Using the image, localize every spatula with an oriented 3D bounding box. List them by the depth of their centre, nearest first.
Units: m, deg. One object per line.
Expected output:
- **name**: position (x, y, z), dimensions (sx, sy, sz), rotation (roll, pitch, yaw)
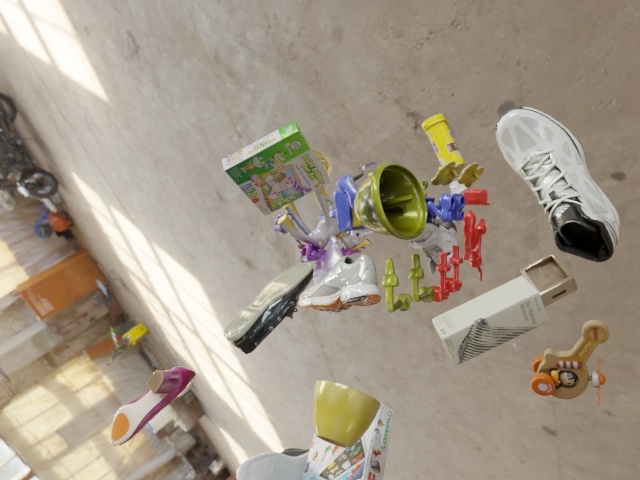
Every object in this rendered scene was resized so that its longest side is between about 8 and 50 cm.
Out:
- **spatula**: position (0.188, -0.312, 2.194), dimensions (0.084, 0.296, 0.030), rotation (-23, 104, 29)

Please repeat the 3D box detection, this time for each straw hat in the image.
- **straw hat**: position (-0.038, -0.244, 1.662), dimensions (0.145, 0.144, 0.061), rotation (54, 157, -1)

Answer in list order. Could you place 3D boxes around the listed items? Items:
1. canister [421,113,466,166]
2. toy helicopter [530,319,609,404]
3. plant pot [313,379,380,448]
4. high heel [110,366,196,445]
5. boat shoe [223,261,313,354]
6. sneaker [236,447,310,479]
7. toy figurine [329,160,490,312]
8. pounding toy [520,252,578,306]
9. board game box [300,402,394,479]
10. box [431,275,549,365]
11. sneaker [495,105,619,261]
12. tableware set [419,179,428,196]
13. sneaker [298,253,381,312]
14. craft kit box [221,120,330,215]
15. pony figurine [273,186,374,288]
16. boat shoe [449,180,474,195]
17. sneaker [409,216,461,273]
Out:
- **canister**: position (0.389, -0.297, 1.510), dimensions (0.073, 0.126, 0.170), rotation (-25, 83, 20)
- **toy helicopter**: position (0.925, 0.435, 1.717), dimensions (0.234, 0.140, 0.355), rotation (25, 122, 15)
- **plant pot**: position (0.039, 0.341, 0.931), dimensions (0.134, 0.095, 0.134), rotation (17, 152, 9)
- **high heel**: position (-0.407, 0.402, 1.171), dimensions (0.082, 0.244, 0.117), rotation (39, -171, 32)
- **boat shoe**: position (-0.131, 0.207, 1.459), dimensions (0.127, 0.340, 0.113), rotation (2, 131, 54)
- **sneaker**: position (-0.122, 0.640, 1.341), dimensions (0.146, 0.295, 0.105), rotation (-31, 59, 45)
- **toy figurine**: position (0.089, -0.018, 0.718), dimensions (0.217, 0.362, 0.192), rotation (4, 98, 36)
- **pounding toy**: position (0.678, 0.127, 1.470), dimensions (0.100, 0.141, 0.130), rotation (46, -163, -40)
- **board game box**: position (0.057, 0.544, 1.210), dimensions (0.053, 0.193, 0.305), rotation (35, 134, -12)
- **box**: position (0.450, 0.214, 1.289), dimensions (0.113, 0.275, 0.094), rotation (59, -173, -24)
- **sneaker**: position (0.595, -0.141, 1.194), dimensions (0.169, 0.257, 0.448), rotation (-38, 90, 31)
- **tableware set**: position (0.347, -0.162, 1.719), dimensions (0.154, 0.024, 0.104), rotation (170, 104, -83)
- **sneaker**: position (0.046, 0.105, 1.175), dimensions (0.262, 0.099, 0.121), rotation (-18, 62, 45)
- **craft kit box**: position (-0.127, -0.209, 1.463), dimensions (0.250, 0.246, 0.061), rotation (51, -167, -51)
- **pony figurine**: position (0.000, 0.000, 1.778), dimensions (0.363, 0.351, 0.302), rotation (46, 172, -26)
- **boat shoe**: position (0.512, -0.196, 1.785), dimensions (0.063, 0.184, 0.066), rotation (31, 152, 25)
- **sneaker**: position (0.439, 0.019, 1.888), dimensions (0.137, 0.365, 0.210), rotation (-22, 76, 42)
